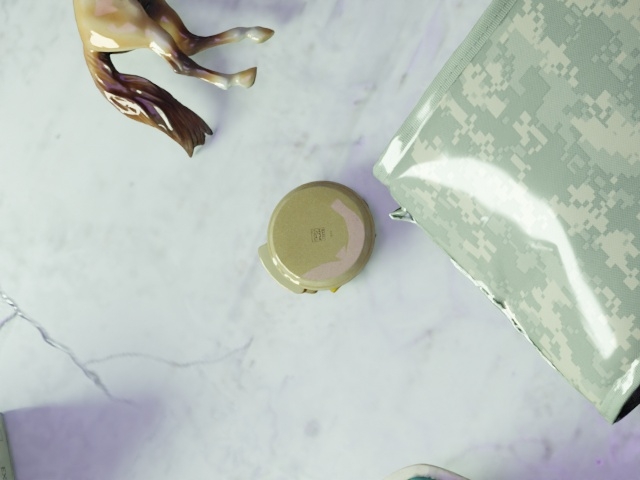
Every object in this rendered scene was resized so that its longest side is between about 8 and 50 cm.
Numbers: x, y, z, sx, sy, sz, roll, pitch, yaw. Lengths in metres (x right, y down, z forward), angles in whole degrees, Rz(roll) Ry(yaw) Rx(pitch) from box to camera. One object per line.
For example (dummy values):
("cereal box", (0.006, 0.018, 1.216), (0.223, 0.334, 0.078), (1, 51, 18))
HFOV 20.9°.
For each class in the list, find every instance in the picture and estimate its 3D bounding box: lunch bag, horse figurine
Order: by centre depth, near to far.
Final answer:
("lunch bag", (0.196, -0.059, 1.088), (0.235, 0.169, 0.287), (47, 115, 14))
("horse figurine", (-0.111, -0.198, 1.238), (0.174, 0.066, 0.263), (10, 86, 10))

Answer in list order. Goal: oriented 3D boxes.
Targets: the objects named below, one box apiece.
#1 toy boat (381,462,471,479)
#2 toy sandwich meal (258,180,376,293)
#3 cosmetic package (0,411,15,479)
("toy boat", (0.133, 0.267, 1.098), (0.318, 0.148, 0.267), (-10, 83, 14))
("toy sandwich meal", (0.000, 0.000, 1.215), (0.085, 0.029, 0.086), (-2, 82, 12))
("cosmetic package", (-0.377, 0.212, 1.236), (0.296, 0.153, 0.129), (-14, 82, 15))
